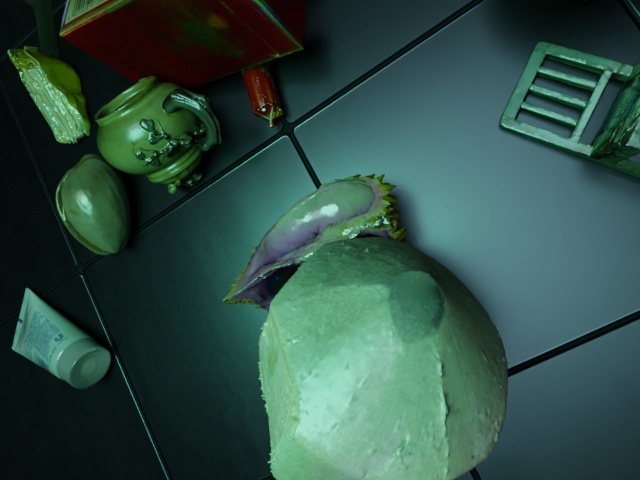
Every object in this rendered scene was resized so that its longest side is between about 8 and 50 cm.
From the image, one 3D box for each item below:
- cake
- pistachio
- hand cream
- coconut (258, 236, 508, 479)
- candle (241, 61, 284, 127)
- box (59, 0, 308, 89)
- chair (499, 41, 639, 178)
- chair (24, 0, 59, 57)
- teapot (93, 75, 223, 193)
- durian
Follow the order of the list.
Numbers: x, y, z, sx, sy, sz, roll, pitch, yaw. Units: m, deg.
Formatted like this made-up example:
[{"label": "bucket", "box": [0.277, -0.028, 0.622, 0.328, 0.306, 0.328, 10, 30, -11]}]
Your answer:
[{"label": "cake", "box": [-0.509, -0.283, 0.889, 0.080, 0.116, 0.184, -10, 81, 16]}, {"label": "pistachio", "box": [-0.404, -0.064, 0.850, 0.124, 0.124, 0.185, -10, 102, 18]}, {"label": "hand cream", "box": [-0.515, 0.198, 0.903, 0.248, 0.083, 0.133, 22, 95, 28]}, {"label": "coconut", "box": [0.062, 0.152, 0.562, 0.297, 0.297, 0.309, 29, 136, 16]}, {"label": "candle", "box": [-0.097, -0.249, 0.783, 0.052, 0.052, 0.130, -20, 84, 17]}, {"label": "box", "box": [-0.201, -0.330, 0.700, 0.313, 0.197, 0.089, -5, 73, 31]}, {"label": "chair", "box": [0.380, -0.168, 0.577, 0.270, 0.147, 0.136, 27, 98, 15]}, {"label": "chair", "box": [-0.418, -0.542, 0.712, 0.240, 0.203, 0.416, 43, 138, 15]}, {"label": "teapot", "box": [-0.257, -0.165, 0.782, 0.269, 0.182, 0.173, -5, 43, 35]}, {"label": "durian", "box": [0.005, -0.001, 0.708, 0.261, 0.154, 0.186, -15, 63, 20]}]
